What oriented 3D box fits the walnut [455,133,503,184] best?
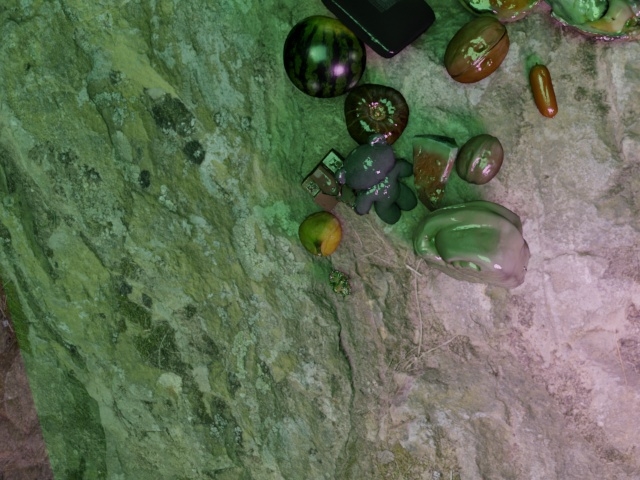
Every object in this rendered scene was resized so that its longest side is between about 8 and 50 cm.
[{"bbox_3d":[0.510,-0.259,1.590,0.140,0.140,0.162,30,95,5],"label":"walnut"}]

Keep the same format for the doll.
[{"bbox_3d":[0.187,-0.194,1.636,0.246,0.340,0.158,-42,47,8],"label":"doll"}]

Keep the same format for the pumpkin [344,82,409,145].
[{"bbox_3d":[0.182,-0.401,1.627,0.219,0.162,0.218,0,88,-10],"label":"pumpkin"}]

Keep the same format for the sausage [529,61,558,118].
[{"bbox_3d":[0.695,-0.466,1.549,0.062,0.054,0.183,-8,104,42],"label":"sausage"}]

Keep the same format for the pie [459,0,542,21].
[{"bbox_3d":[0.559,-0.833,1.492,0.339,0.077,0.339,1,99,9],"label":"pie"}]

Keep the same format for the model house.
[{"bbox_3d":[0.076,-0.168,1.695,0.248,0.176,0.181,40,107,-9],"label":"model house"}]

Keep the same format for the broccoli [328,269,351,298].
[{"bbox_3d":[0.067,0.162,1.795,0.095,0.092,0.097,23,136,18],"label":"broccoli"}]

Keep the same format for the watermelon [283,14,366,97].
[{"bbox_3d":[0.011,-0.575,1.561,0.269,0.269,0.268,2,102,12],"label":"watermelon"}]

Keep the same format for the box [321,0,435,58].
[{"bbox_3d":[0.180,-0.707,1.512,0.290,0.289,0.073,42,150,1],"label":"box"}]

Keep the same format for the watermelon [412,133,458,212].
[{"bbox_3d":[0.356,-0.211,1.604,0.140,0.193,0.256,7,104,10],"label":"watermelon"}]

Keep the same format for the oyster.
[{"bbox_3d":[0.804,-0.682,1.455,0.275,0.100,0.271,-21,95,9],"label":"oyster"}]

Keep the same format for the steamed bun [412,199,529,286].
[{"bbox_3d":[0.490,-0.003,1.561,0.343,0.368,0.255,14,79,41],"label":"steamed bun"}]

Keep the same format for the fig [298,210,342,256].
[{"bbox_3d":[0.000,0.000,1.695,0.159,0.257,0.159,0,112,0],"label":"fig"}]

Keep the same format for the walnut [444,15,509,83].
[{"bbox_3d":[0.478,-0.580,1.518,0.207,0.167,0.167,-42,91,18],"label":"walnut"}]
